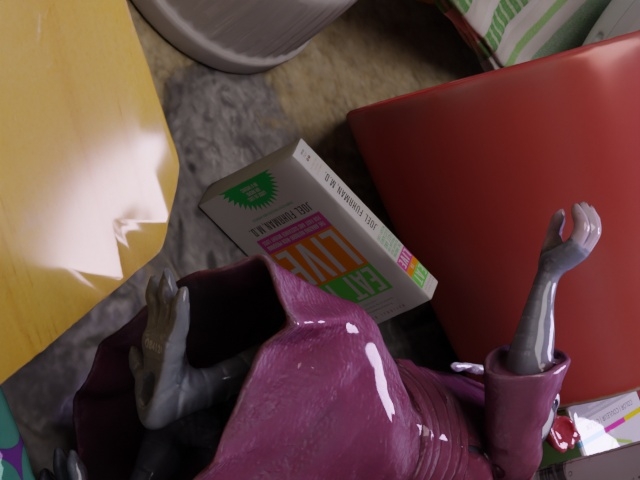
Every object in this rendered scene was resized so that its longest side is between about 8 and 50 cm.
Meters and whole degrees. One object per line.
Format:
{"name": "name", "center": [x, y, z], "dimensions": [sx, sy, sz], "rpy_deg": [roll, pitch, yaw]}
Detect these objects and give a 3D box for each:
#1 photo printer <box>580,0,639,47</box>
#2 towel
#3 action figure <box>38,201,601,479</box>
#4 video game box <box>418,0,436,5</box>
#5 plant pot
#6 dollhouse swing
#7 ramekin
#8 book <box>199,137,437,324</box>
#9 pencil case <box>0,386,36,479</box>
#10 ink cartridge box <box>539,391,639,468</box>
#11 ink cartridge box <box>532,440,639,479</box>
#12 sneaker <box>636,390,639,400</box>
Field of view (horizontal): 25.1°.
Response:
{"name": "photo printer", "center": [0.346, -0.093, 1.195], "dimensions": [0.307, 0.256, 0.107], "rpy_deg": [41, 23, 28]}
{"name": "towel", "center": [0.195, -0.250, 1.155], "dimensions": [0.038, 0.248, 0.325], "rpy_deg": [45, 4, 31]}
{"name": "action figure", "center": [0.041, 0.124, 0.859], "dimensions": [0.370, 0.248, 0.276], "rpy_deg": [11, 65, -40]}
{"name": "video game box", "center": [0.170, -0.271, 1.210], "dimensions": [0.205, 0.187, 0.048], "rpy_deg": [2, 44, -50]}
{"name": "plant pot", "center": [0.182, -0.017, 1.077], "dimensions": [0.275, 0.275, 0.243], "rpy_deg": [-21, 96, -49]}
{"name": "dollhouse swing", "center": [-0.284, -0.103, 0.730], "dimensions": [0.347, 0.315, 0.305], "rpy_deg": [-45, 141, -46]}
{"name": "ramekin", "center": [-0.048, -0.236, 1.038], "dimensions": [0.207, 0.109, 0.207], "rpy_deg": [22, 57, -38]}
{"name": "book", "center": [0.000, 0.000, 0.986], "dimensions": [0.144, 0.096, 0.035], "rpy_deg": [45, 46, -21]}
{"name": "pencil case", "center": [-0.193, 0.112, 0.758], "dimensions": [0.070, 0.064, 0.152], "rpy_deg": [-18, 85, -43]}
{"name": "ink cartridge box", "center": [0.237, 0.223, 1.152], "dimensions": [0.109, 0.062, 0.209], "rpy_deg": [-15, 84, -49]}
{"name": "ink cartridge box", "center": [0.223, 0.240, 0.975], "dimensions": [0.114, 0.273, 0.197], "rpy_deg": [4, 69, -49]}
{"name": "sneaker", "center": [0.356, 0.128, 1.272], "dimensions": [0.262, 0.125, 0.104], "rpy_deg": [34, 53, -30]}
